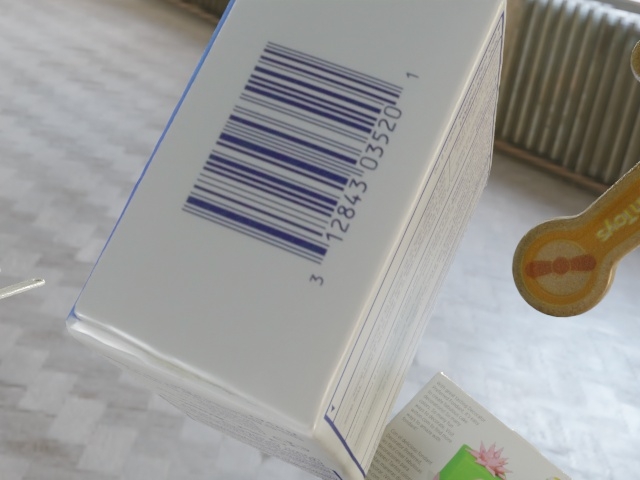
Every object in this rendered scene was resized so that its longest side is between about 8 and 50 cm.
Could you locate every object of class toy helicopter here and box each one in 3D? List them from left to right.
[{"bbox_3d":[0.308,-0.052,0.843,0.235,0.355,0.140,50,16,6],"label":"toy helicopter"}]

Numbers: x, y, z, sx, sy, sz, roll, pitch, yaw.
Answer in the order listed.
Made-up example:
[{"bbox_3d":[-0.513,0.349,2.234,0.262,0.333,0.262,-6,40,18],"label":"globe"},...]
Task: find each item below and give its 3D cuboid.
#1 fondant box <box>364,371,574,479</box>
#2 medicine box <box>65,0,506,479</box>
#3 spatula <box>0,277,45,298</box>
[{"bbox_3d":[0.100,0.327,1.072,0.238,0.096,0.330,39,65,21],"label":"fondant box"},{"bbox_3d":[0.000,0.000,0.697,0.149,0.263,0.289,21,-15,13],"label":"medicine box"},{"bbox_3d":[-0.446,0.058,1.277,0.168,0.019,0.242,15,13,18],"label":"spatula"}]
